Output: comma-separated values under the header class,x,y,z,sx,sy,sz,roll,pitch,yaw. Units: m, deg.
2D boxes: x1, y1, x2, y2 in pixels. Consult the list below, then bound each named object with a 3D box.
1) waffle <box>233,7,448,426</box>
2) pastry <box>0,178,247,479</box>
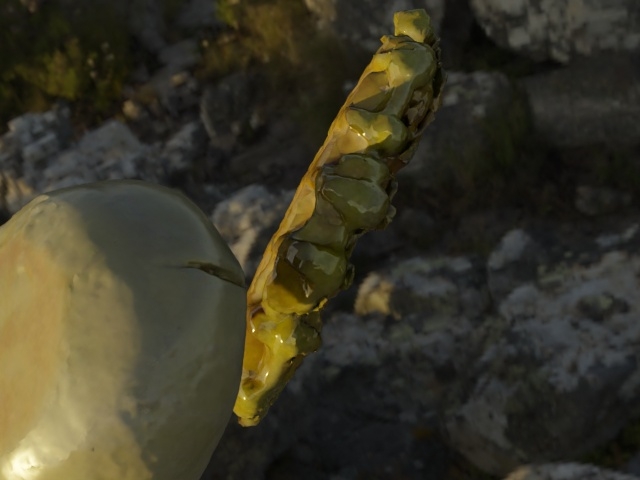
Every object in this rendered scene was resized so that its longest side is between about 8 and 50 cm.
class,x,y,z,sx,sy,sz,roll,pitch,yaw
waffle,-0.002,-0.001,0.787,0.051,0.291,0.291,28,52,-3
pastry,-0.100,0.048,0.577,0.156,0.092,0.156,-10,75,41
